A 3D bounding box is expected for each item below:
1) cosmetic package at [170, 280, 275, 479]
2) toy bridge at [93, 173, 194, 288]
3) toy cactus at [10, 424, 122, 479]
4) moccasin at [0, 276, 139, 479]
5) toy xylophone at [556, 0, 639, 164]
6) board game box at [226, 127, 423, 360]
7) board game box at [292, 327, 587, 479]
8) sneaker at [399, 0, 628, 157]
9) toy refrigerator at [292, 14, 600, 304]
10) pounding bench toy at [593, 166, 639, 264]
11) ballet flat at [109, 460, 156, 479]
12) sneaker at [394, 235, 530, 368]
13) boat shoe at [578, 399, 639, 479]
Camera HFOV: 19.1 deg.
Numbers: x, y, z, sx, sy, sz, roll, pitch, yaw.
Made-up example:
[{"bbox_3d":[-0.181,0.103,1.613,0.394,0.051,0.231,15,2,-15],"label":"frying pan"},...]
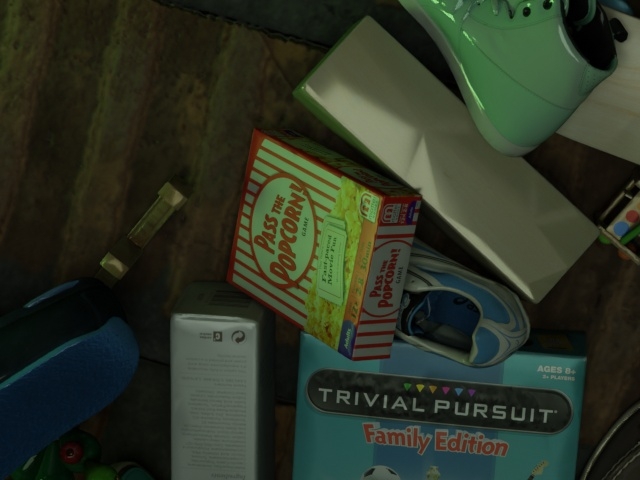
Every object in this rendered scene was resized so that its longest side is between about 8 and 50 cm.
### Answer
[{"bbox_3d":[-0.087,0.162,1.712,0.086,0.117,0.231,4,104,6],"label":"cosmetic package"},{"bbox_3d":[-0.178,0.015,1.709,0.026,0.063,0.188,39,108,-4],"label":"toy bridge"},{"bbox_3d":[-0.254,0.199,1.737,0.112,0.219,0.180,6,73,-24],"label":"toy cactus"},{"bbox_3d":[-0.312,0.150,1.676,0.342,0.117,0.137,-25,131,4],"label":"moccasin"},{"bbox_3d":[0.336,-0.135,1.567,0.323,0.081,0.236,29,112,8],"label":"toy xylophone"},{"bbox_3d":[0.000,0.000,1.629,0.045,0.193,0.146,-2,110,-37],"label":"board game box"},{"bbox_3d":[0.100,0.241,1.729,0.254,0.079,0.336,5,106,5],"label":"board game box"},{"bbox_3d":[0.150,-0.212,1.548,0.151,0.094,0.256,-39,78,44],"label":"sneaker"},{"bbox_3d":[0.108,-0.071,1.623,0.269,0.102,0.094,42,88,-5],"label":"toy refrigerator"},{"bbox_3d":[0.272,-0.015,1.636,0.052,0.083,0.065,39,105,-5],"label":"pounding bench toy"},{"bbox_3d":[-0.137,0.315,1.787,0.086,0.086,0.248,-32,98,14],"label":"ballet flat"},{"bbox_3d":[0.069,0.042,1.642,0.237,0.086,0.085,23,111,32],"label":"sneaker"},{"bbox_3d":[0.354,0.173,1.670,0.324,0.096,0.116,-39,98,15],"label":"boat shoe"}]
